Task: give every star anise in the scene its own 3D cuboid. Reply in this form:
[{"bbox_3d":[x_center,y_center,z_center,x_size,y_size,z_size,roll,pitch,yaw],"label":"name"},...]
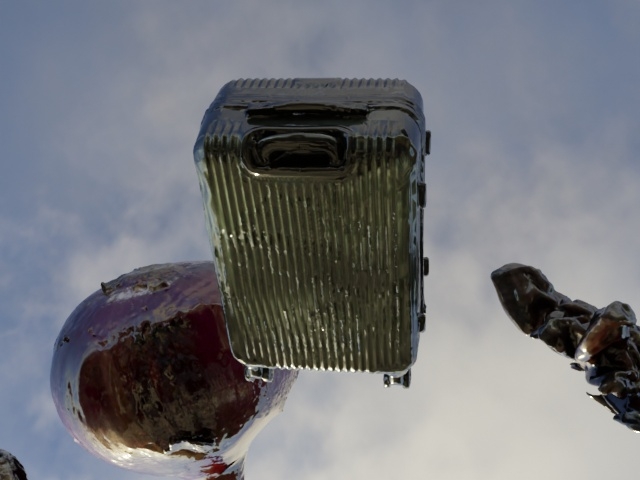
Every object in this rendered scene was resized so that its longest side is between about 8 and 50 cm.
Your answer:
[{"bbox_3d":[0.306,0.111,0.900,0.212,0.283,0.129,21,-78,-29],"label":"star anise"}]

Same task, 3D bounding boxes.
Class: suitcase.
[{"bbox_3d":[0.000,0.000,0.769,0.202,0.128,0.312,1,-51,9],"label":"suitcase"}]

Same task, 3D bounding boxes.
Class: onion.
[{"bbox_3d":[-0.179,0.214,1.138,0.348,0.348,0.385,-14,-77,3],"label":"onion"}]

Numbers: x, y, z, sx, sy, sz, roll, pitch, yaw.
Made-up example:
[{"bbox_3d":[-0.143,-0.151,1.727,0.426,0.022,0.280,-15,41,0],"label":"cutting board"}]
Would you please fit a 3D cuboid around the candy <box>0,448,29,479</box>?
[{"bbox_3d":[-0.326,0.273,0.871,0.051,0.094,0.226,-33,-112,-13],"label":"candy"}]
